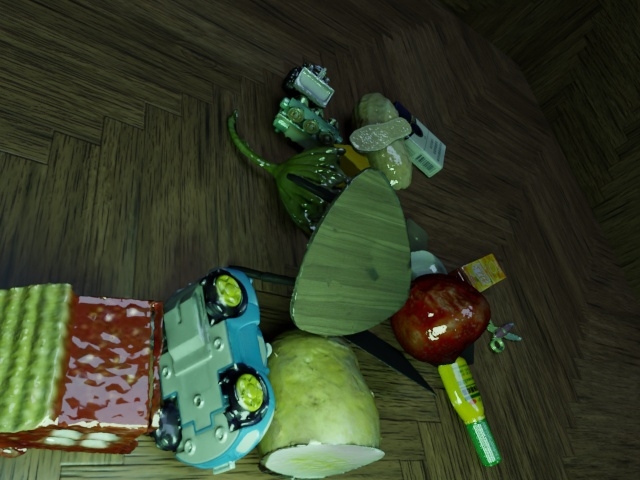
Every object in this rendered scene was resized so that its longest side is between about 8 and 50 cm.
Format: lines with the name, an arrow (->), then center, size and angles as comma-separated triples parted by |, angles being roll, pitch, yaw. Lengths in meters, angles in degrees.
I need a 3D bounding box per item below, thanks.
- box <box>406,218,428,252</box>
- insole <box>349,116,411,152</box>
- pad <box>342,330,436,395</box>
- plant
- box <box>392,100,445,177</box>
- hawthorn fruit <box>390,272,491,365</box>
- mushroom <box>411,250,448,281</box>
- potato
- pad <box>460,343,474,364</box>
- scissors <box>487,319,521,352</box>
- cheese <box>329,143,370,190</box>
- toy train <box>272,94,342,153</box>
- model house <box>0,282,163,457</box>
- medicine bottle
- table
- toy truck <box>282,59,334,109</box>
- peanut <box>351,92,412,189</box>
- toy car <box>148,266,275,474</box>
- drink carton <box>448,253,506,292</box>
box -> 0.275, 0.001, 1.505 | 0.091, 0.031, 0.126 | 35, 42, -19
insole -> 0.177, -0.305, 1.452 | 0.248, 0.011, 0.081 | -28, 83, -36
pad -> 0.104, 0.219, 1.098 | 0.300, 0.005, 0.202 | 35, 5, -21
plant -> -0.097, -0.153, 1.245 | 0.333, 0.180, 0.251 | 14, 51, 6
box -> 0.330, -0.363, 1.807 | 0.259, 0.071, 0.168 | 39, 41, -16
hawthorn fruit -> 0.265, 0.172, 1.244 | 0.230, 0.210, 0.266 | -33, 59, -28
mushroom -> 0.331, 0.153, 1.399 | 0.270, 0.103, 0.118 | 51, 47, -18
potato -> -0.014, 0.266, 0.895 | 0.229, 0.229, 0.266 | 22, 41, -31
pad -> 0.383, 0.246, 1.373 | 0.127, 0.004, 0.190 | 5, 87, -42
scissors -> 0.561, 0.283, 1.574 | 0.187, 0.020, 0.133 | 8, 51, -39
cheese -> 0.055, -0.203, 1.378 | 0.171, 0.093, 0.126 | 20, 47, -49
toy train -> -0.039, -0.298, 1.359 | 0.194, 0.125, 0.081 | 33, 40, -17
model house -> -0.350, 0.170, 0.669 | 0.254, 0.160, 0.196 | 15, 52, -34
medicine bottle -> 0.369, 0.417, 1.250 | 0.095, 0.064, 0.260 | 0, 62, -41
table -> 0.000, 0.000, 1.018 | 0.317, 0.249, 0.317 | -12, 109, -40
toy truck -> -0.027, -0.446, 1.438 | 0.136, 0.111, 0.286 | 34, 11, -18
peanut -> 0.180, -0.305, 1.557 | 0.174, 0.158, 0.340 | 35, 45, -47
toy car -> -0.162, 0.199, 0.812 | 0.166, 0.198, 0.314 | 18, 47, -51
drink carton -> 0.492, 0.114, 1.596 | 0.223, 0.071, 0.096 | -13, 72, -48
